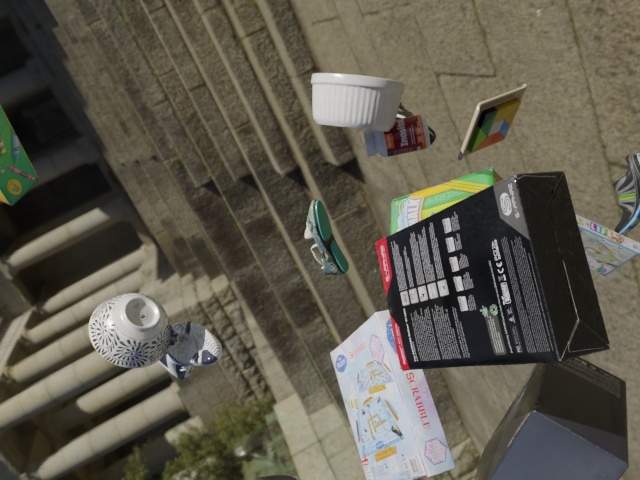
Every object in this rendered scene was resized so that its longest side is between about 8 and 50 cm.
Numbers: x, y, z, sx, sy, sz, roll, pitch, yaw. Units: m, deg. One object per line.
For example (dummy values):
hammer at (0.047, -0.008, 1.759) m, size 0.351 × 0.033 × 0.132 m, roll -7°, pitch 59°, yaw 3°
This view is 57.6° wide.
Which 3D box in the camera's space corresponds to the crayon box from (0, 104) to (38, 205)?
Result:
crayon box at (-0.634, -0.200, 1.033) m, size 0.165 × 0.081 × 0.278 m, roll 24°, pitch 148°, yaw 11°

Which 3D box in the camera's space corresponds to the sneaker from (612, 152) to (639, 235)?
sneaker at (0.698, -0.104, 1.315) m, size 0.078 × 0.067 × 0.188 m, roll 18°, pitch 107°, yaw 38°

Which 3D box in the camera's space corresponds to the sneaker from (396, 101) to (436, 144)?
sneaker at (0.211, -0.372, 1.668) m, size 0.283 × 0.124 × 0.107 m, roll 24°, pitch 154°, yaw -6°

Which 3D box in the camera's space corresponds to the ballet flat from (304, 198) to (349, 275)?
ballet flat at (0.000, 0.000, 1.279) m, size 0.188 × 0.070 × 0.070 m, roll 68°, pitch 172°, yaw -20°

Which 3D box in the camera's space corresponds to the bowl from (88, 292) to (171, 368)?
bowl at (-0.373, 0.166, 1.185) m, size 0.080 × 0.170 × 0.170 m, roll -48°, pitch 63°, yaw 39°

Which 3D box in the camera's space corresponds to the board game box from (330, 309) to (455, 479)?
board game box at (0.136, 0.345, 1.244) m, size 0.319 × 0.065 × 0.318 m, roll 124°, pitch 133°, yaw -60°

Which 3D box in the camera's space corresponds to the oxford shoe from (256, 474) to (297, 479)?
oxford shoe at (-0.138, 0.462, 1.019) m, size 0.076 × 0.212 × 0.076 m, roll -11°, pitch 73°, yaw 61°

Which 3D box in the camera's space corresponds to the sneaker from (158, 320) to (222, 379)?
sneaker at (-0.295, 0.256, 1.313) m, size 0.153 × 0.235 × 0.094 m, roll 58°, pitch -140°, yaw -48°

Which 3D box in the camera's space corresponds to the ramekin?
ramekin at (0.078, -0.304, 1.295) m, size 0.207 × 0.207 × 0.109 m, roll -137°, pitch 51°, yaw -72°

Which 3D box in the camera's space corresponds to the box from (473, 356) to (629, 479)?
box at (0.459, 0.444, 1.200) m, size 0.179 × 0.343 × 0.312 m, roll 29°, pitch -154°, yaw 18°

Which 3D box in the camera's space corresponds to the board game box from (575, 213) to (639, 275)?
board game box at (0.535, 0.009, 1.163) m, size 0.154 × 0.026 × 0.103 m, roll 24°, pitch 147°, yaw -4°

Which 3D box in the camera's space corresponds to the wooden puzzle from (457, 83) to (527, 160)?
wooden puzzle at (0.552, -0.371, 1.857) m, size 0.044 × 0.238 × 0.221 m, roll 47°, pitch 151°, yaw 27°

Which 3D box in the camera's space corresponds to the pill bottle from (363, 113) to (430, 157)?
pill bottle at (0.184, -0.249, 1.411) m, size 0.086 × 0.152 × 0.086 m, roll -11°, pitch -90°, yaw -83°

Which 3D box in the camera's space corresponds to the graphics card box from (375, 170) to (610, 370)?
graphics card box at (0.221, 0.065, 0.857) m, size 0.371 × 0.094 × 0.233 m, roll 146°, pitch 116°, yaw -65°

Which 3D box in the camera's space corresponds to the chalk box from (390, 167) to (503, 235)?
chalk box at (0.250, 0.008, 1.156) m, size 0.179 × 0.289 × 0.180 m, roll 30°, pitch -127°, yaw -43°
